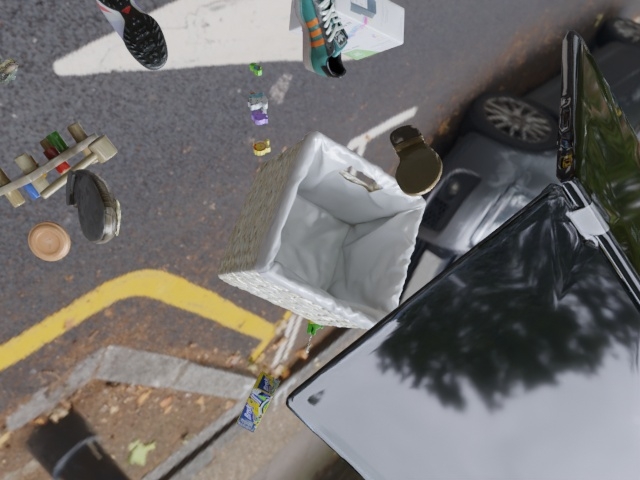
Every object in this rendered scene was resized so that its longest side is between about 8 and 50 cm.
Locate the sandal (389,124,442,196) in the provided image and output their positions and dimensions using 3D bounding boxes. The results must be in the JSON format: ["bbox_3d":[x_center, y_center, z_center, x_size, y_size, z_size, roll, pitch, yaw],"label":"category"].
[{"bbox_3d":[0.187,-0.130,1.248,0.088,0.240,0.079,-20,126,10],"label":"sandal"}]

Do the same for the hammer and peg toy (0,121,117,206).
[{"bbox_3d":[-0.747,-0.218,1.825,0.266,0.361,0.127,-47,116,-39],"label":"hammer and peg toy"}]

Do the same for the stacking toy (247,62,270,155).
[{"bbox_3d":[-0.178,-0.371,1.842,0.052,0.221,0.167,-6,138,-6],"label":"stacking toy"}]

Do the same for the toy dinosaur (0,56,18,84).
[{"bbox_3d":[-0.688,-0.367,1.335,0.064,0.268,0.118,-34,117,-27],"label":"toy dinosaur"}]

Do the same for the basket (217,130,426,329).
[{"bbox_3d":[0.000,0.000,1.444,0.266,0.328,0.331,-15,-128,57],"label":"basket"}]

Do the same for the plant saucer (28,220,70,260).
[{"bbox_3d":[-0.547,0.003,1.325,0.083,0.084,0.013,-62,-172,17],"label":"plant saucer"}]

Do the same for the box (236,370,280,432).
[{"bbox_3d":[-0.155,0.401,1.632,0.169,0.054,0.059,-64,179,39],"label":"box"}]

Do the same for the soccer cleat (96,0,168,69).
[{"bbox_3d":[-0.514,-0.587,1.814,0.109,0.318,0.116,-36,170,-9],"label":"soccer cleat"}]

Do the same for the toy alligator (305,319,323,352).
[{"bbox_3d":[-0.010,0.223,1.838,0.056,0.051,0.189,-34,128,-85],"label":"toy alligator"}]

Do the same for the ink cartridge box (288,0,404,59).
[{"bbox_3d":[0.052,-0.654,1.911,0.354,0.207,0.119,10,81,-40],"label":"ink cartridge box"}]

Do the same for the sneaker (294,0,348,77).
[{"bbox_3d":[0.017,-0.549,1.687,0.108,0.121,0.302,-50,153,-25],"label":"sneaker"}]

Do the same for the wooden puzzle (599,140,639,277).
[{"bbox_3d":[0.626,-0.075,1.364,0.044,0.221,0.238,1,129,-48],"label":"wooden puzzle"}]

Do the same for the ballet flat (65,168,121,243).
[{"bbox_3d":[-0.305,-0.053,0.907,0.058,0.250,0.084,5,101,-30],"label":"ballet flat"}]

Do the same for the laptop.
[{"bbox_3d":[0.227,0.084,0.652,0.236,0.382,0.408,-22,-150,36],"label":"laptop"}]
